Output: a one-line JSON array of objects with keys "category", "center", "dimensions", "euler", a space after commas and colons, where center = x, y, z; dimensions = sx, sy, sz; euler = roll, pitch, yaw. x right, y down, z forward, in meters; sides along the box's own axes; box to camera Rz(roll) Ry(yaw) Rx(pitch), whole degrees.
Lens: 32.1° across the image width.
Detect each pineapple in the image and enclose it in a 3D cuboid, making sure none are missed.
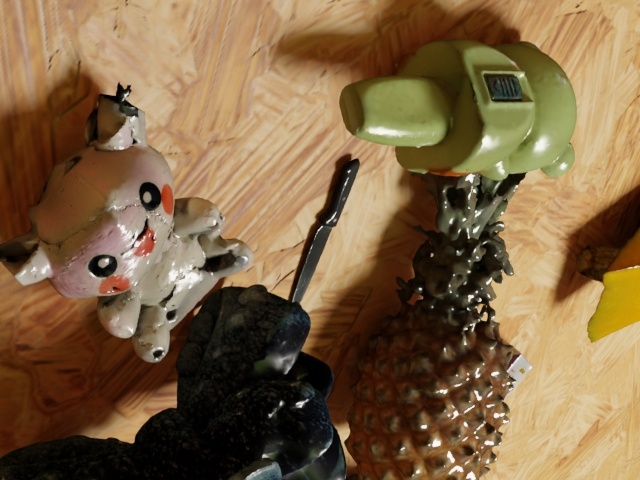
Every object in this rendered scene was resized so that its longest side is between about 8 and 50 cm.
[{"category": "pineapple", "center": [0.120, 0.089, 1.093], "dimensions": [0.175, 0.175, 0.361], "euler": [-13, 121, -37]}]

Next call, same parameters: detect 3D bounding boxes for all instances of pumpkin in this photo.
[{"category": "pumpkin", "center": [0.413, 0.011, 1.343], "dimensions": [0.248, 0.126, 0.131], "euler": [-17, 143, -9]}]

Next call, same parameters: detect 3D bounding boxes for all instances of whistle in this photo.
[{"category": "whistle", "center": [0.125, -0.111, 0.951], "dimensions": [0.288, 0.131, 0.106], "euler": [-8, 168, -42]}]

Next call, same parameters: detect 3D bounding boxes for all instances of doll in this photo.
[{"category": "doll", "center": [-0.137, -0.003, 0.805], "dimensions": [0.149, 0.095, 0.192], "euler": [-50, 141, -9]}]

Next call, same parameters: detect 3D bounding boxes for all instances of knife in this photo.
[{"category": "knife", "center": [0.000, 0.000, 1.008], "dimensions": [0.023, 0.010, 0.170], "euler": [-4, 126, -43]}]

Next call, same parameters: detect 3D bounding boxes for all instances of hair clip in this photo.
[{"category": "hair clip", "center": [-0.104, 0.187, 0.902], "dimensions": [0.310, 0.206, 0.194], "euler": [-39, 145, -15]}]

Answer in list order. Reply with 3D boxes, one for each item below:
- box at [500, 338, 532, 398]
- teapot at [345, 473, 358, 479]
[{"category": "box", "center": [0.199, 0.177, 1.327], "dimensions": [0.117, 0.036, 0.050], "euler": [-50, 143, 0]}, {"category": "teapot", "center": [0.032, 0.447, 1.232], "dimensions": [0.376, 0.305, 0.362], "euler": [23, 96, -21]}]
